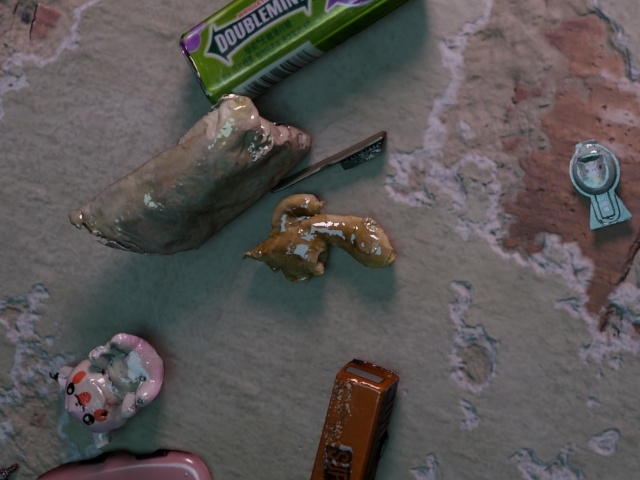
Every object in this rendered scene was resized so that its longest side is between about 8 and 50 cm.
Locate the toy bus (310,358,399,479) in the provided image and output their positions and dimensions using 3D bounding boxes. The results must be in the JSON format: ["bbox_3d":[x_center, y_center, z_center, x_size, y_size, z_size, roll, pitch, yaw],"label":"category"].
[{"bbox_3d":[0.026,0.382,1.789,0.093,0.092,0.408,16,103,17],"label":"toy bus"}]

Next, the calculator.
[{"bbox_3d":[-0.304,0.444,1.926,0.330,0.048,0.220,-12,94,16],"label":"calculator"}]

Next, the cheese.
[{"bbox_3d":[0.378,-0.078,1.635,0.067,0.026,0.120,-18,94,20],"label":"cheese"}]

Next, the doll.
[{"bbox_3d":[-0.326,0.224,1.871,0.192,0.095,0.149,-35,82,21],"label":"doll"}]

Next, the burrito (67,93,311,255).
[{"bbox_3d":[-0.181,-0.076,1.748,0.348,0.107,0.175,-34,125,17],"label":"burrito"}]

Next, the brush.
[{"bbox_3d":[0.015,-0.106,1.743,0.190,0.034,0.027,-25,108,18],"label":"brush"}]

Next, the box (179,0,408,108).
[{"bbox_3d":[-0.030,-0.318,1.680,0.345,0.097,0.134,-29,79,20],"label":"box"}]

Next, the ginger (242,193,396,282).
[{"bbox_3d":[0.004,0.010,1.753,0.214,0.059,0.133,22,97,11],"label":"ginger"}]

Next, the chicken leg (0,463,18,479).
[{"bbox_3d":[-0.532,0.402,2.004,0.036,0.021,0.083,28,102,21],"label":"chicken leg"}]
